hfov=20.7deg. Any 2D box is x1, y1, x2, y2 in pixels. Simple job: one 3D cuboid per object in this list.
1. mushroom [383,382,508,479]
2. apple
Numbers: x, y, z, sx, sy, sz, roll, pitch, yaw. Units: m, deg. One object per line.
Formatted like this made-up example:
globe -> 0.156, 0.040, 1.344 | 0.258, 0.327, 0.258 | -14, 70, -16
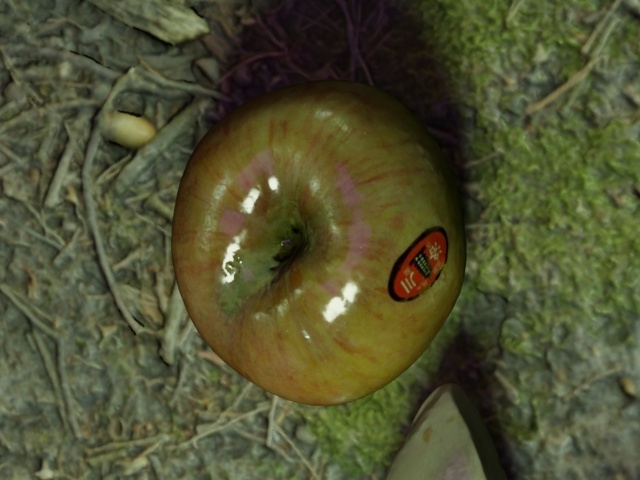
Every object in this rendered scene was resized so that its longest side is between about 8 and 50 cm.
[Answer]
mushroom -> 0.087, 0.287, 1.393 | 0.128, 0.128, 0.350 | 15, 94, 21
apple -> 0.000, 0.000, 1.409 | 0.260, 0.194, 0.261 | -1, 87, 23
